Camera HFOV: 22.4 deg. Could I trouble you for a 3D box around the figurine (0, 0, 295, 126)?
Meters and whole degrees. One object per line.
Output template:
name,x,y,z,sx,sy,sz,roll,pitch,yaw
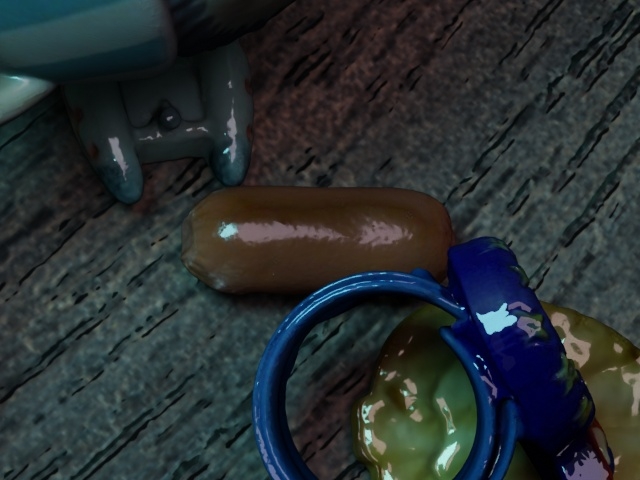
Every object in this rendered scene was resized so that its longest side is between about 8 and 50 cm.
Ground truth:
figurine,-0.182,-0.248,0.951,0.361,0.266,0.377,39,51,19

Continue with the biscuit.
biscuit,0.147,0.137,1.113,0.260,0.041,0.203,3,68,-13

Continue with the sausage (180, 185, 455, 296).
sausage,0.000,0.000,1.107,0.194,0.077,0.077,2,71,-14

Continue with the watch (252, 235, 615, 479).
watch,0.063,0.105,1.014,0.200,0.171,0.196,-24,77,1

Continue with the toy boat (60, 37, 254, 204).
toy boat,-0.116,-0.130,1.122,0.134,0.079,0.208,-9,75,-13
